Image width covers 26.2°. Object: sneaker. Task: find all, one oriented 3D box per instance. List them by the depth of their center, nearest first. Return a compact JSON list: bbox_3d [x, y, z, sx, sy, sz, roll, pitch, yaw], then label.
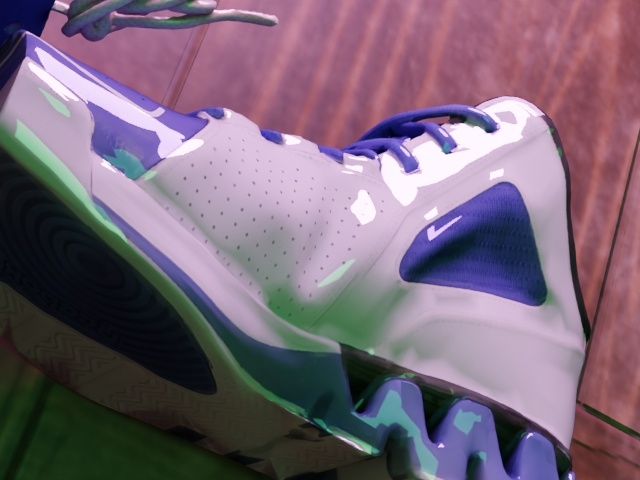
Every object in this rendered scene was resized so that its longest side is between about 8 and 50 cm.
[{"bbox_3d":[0.001,0.001,0.572,0.315,0.127,0.182,36,57,-24],"label":"sneaker"}]

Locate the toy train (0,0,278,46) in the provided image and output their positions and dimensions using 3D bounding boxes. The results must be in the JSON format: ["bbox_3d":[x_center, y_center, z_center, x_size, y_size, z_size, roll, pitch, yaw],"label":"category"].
[{"bbox_3d":[-0.149,-0.133,0.538,0.248,0.105,0.143,-9,66,-32],"label":"toy train"}]
